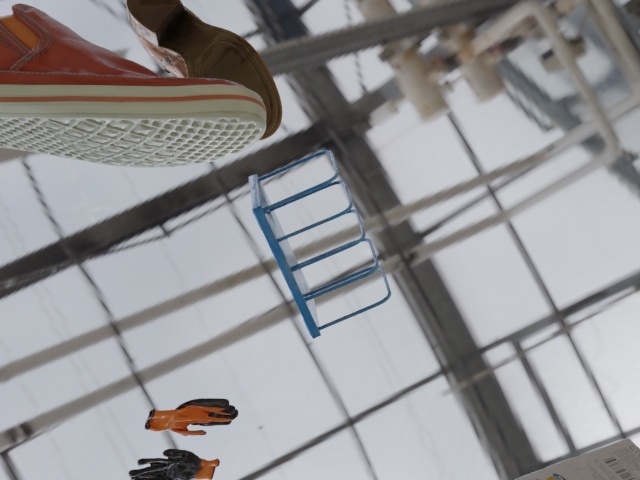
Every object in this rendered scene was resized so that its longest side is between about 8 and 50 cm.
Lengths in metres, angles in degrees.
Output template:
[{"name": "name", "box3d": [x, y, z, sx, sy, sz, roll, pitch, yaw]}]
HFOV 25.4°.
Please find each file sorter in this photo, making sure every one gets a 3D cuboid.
[{"name": "file sorter", "box3d": [0.000, 0.000, 1.618, 0.118, 0.104, 0.170, -102, -11, -69]}]

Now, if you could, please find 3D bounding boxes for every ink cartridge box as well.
[{"name": "ink cartridge box", "box3d": [0.349, 0.346, 1.724, 0.311, 0.065, 0.186, -5, -141, -48]}]

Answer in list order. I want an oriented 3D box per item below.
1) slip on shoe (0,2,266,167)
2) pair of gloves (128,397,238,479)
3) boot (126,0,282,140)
[{"name": "slip on shoe", "box3d": [-0.198, -0.117, 1.003, 0.331, 0.123, 0.101, 8, -103, 13]}, {"name": "pair of gloves", "box3d": [-0.100, 0.147, 1.034, 0.074, 0.083, 0.010, 2, -145, -34]}, {"name": "boot", "box3d": [-0.104, -0.164, 1.380, 0.073, 0.152, 0.197, -41, -97, -4]}]
